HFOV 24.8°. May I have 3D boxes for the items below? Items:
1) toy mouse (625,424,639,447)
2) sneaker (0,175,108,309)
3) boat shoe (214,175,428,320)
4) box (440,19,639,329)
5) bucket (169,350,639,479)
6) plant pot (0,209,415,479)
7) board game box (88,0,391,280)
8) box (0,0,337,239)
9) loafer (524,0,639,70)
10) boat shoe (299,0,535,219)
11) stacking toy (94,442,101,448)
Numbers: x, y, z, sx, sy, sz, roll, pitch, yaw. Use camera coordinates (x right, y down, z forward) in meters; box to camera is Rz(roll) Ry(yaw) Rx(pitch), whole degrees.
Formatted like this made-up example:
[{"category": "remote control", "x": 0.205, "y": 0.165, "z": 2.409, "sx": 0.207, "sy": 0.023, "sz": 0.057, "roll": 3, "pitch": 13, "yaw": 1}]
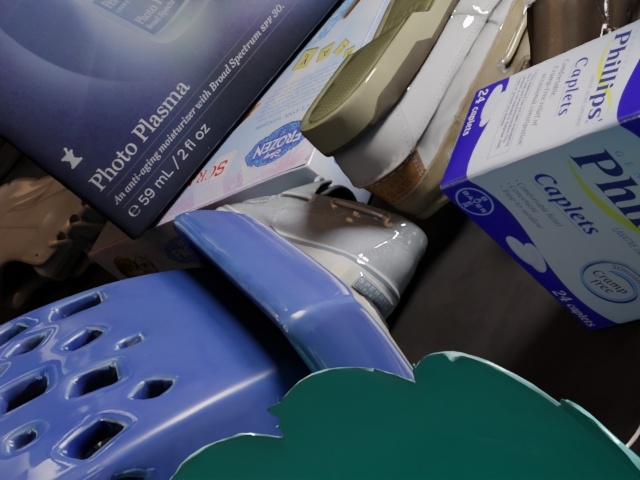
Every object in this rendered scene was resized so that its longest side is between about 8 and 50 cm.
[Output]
[{"category": "toy mouse", "x": 0.144, "y": 0.104, "z": 0.640, "sx": 0.161, "sy": 0.031, "sz": 0.143, "roll": -33, "pitch": 0, "yaw": 18}, {"category": "sneaker", "x": -0.234, "y": -0.030, "z": 1.450, "sx": 0.297, "sy": 0.111, "sz": 0.129, "roll": -37, "pitch": 42, "yaw": 35}, {"category": "boat shoe", "x": 0.000, "y": -0.001, "z": 1.015, "sx": 0.081, "sy": 0.079, "sz": 0.227, "roll": -48, "pitch": 29, "yaw": -13}, {"category": "box", "x": 0.154, "y": -0.030, "z": 0.717, "sx": 0.137, "sy": 0.126, "sz": 0.072, "roll": -21, "pitch": 36, "yaw": 48}, {"category": "bucket", "x": 0.053, "y": 0.189, "z": 0.443, "sx": 0.281, "sy": 0.183, "sz": 0.281, "roll": -27, "pitch": 46, "yaw": 31}, {"category": "plant pot", "x": -0.046, "y": 0.129, "z": 0.703, "sx": 0.212, "sy": 0.236, "sz": 0.236, "roll": -38, "pitch": 22, "yaw": -8}, {"category": "board game box", "x": -0.031, "y": -0.125, "z": 1.246, "sx": 0.318, "sy": 0.066, "sz": 0.318, "roll": -19, "pitch": 39, "yaw": 50}, {"category": "box", "x": -0.184, "y": -0.213, "z": 1.194, "sx": 0.296, "sy": 0.294, "sz": 0.183, "roll": -51, "pitch": 23, "yaw": 1}, {"category": "loafer", "x": 0.153, "y": -0.118, "z": 0.904, "sx": 0.080, "sy": 0.078, "sz": 0.220, "roll": -22, "pitch": 36, "yaw": 46}, {"category": "boat shoe", "x": 0.105, "y": -0.141, "z": 0.994, "sx": 0.302, "sy": 0.103, "sz": 0.113, "roll": -52, "pitch": 16, "yaw": -26}, {"category": "stacking toy", "x": -0.215, "y": 0.220, "z": 0.899, "sx": 0.221, "sy": 0.052, "sz": 0.167, "roll": -48, "pitch": 23, "yaw": 32}]
